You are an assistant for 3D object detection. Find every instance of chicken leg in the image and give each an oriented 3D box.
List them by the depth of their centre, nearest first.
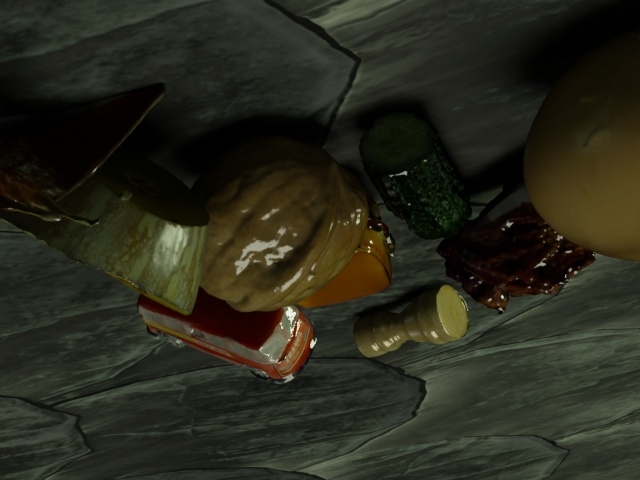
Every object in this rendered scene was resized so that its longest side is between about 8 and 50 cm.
[{"bbox_3d":[0.266,-0.029,1.814,0.407,0.158,0.096,-7,155,44],"label":"chicken leg"}]

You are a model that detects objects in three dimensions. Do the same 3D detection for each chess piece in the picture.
[{"bbox_3d":[0.100,0.096,2.221,0.122,0.066,0.066,-20,160,33],"label":"chess piece"}]

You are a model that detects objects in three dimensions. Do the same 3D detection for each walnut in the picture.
[{"bbox_3d":[-0.042,-0.013,1.695,0.166,0.149,0.167,-8,135,-8],"label":"walnut"}]

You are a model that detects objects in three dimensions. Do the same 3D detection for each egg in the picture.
[{"bbox_3d":[0.281,-0.078,1.631,0.244,0.201,0.201,-22,159,30],"label":"egg"}]

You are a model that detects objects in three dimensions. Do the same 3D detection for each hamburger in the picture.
[{"bbox_3d":[0.000,0.000,1.848,0.137,0.087,0.166,-12,160,1],"label":"hamburger"}]

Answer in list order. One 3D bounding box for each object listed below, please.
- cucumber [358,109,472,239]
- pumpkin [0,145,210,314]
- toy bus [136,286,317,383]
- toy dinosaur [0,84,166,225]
[{"bbox_3d":[0.090,-0.048,1.787,0.077,0.077,0.265,-15,159,9],"label":"cucumber"},{"bbox_3d":[-0.177,-0.025,1.613,0.110,0.217,0.217,-56,154,0],"label":"pumpkin"},{"bbox_3d":[-0.092,0.074,1.907,0.174,0.079,0.077,20,161,26],"label":"toy bus"},{"bbox_3d":[-0.232,-0.082,1.424,0.327,0.206,0.113,12,110,-39],"label":"toy dinosaur"}]
